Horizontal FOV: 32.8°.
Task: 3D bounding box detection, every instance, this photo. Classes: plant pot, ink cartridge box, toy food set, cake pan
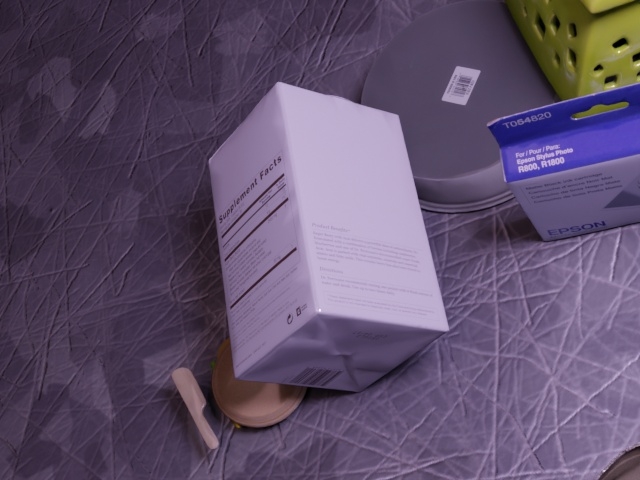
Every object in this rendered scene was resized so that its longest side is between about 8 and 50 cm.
[{"bbox_3d":[0.339,-0.301,1.191,0.228,0.207,0.227,-21,59,-1],"label":"plant pot"},{"bbox_3d":[0.308,-0.079,1.122,0.223,0.224,0.045,-13,61,22],"label":"ink cartridge box"},{"bbox_3d":[-0.072,0.164,1.319,0.192,0.038,0.132,-31,63,2],"label":"toy food set"},{"bbox_3d":[0.176,-0.177,1.339,0.293,0.054,0.293,-11,62,22],"label":"cake pan"}]

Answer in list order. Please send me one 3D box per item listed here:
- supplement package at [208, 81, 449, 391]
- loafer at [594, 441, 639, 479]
[{"bbox_3d":[0.000,0.000,1.237,0.175,0.178,0.293,-42,47,44],"label":"supplement package"},{"bbox_3d":[0.270,0.297,1.044,0.094,0.087,0.251,32,84,34],"label":"loafer"}]
